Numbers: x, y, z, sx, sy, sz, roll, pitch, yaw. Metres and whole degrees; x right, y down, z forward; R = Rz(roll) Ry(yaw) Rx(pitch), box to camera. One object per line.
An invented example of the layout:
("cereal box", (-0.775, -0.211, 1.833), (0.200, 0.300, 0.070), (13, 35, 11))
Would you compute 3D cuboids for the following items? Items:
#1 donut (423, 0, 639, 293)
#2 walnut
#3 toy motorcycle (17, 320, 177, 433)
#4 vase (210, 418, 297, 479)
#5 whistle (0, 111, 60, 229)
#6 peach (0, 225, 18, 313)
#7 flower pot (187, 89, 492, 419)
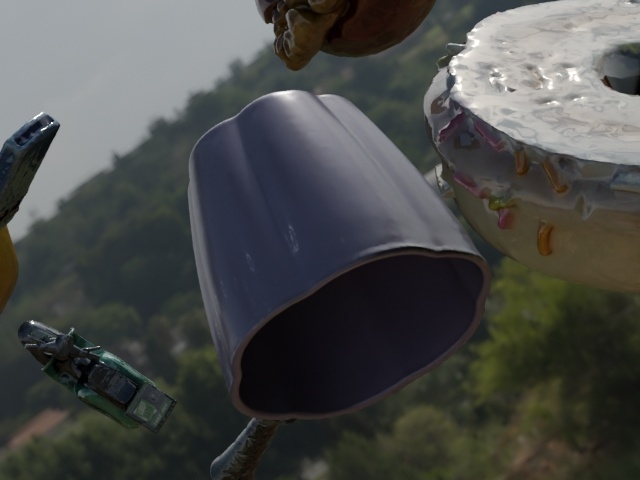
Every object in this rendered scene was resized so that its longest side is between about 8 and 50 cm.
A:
("donut", (0.266, -0.081, 1.413), (0.383, 0.142, 0.382), (-2, 29, 1))
("walnut", (0.028, -0.329, 2.096), (0.244, 0.222, 0.269), (-45, -7, -31))
("toy motorcycle", (-0.230, 0.133, 1.751), (0.058, 0.173, 0.100), (-57, 5, -13))
("vase", (-0.083, 0.250, 2.180), (0.059, 0.059, 0.167), (-39, -14, -46))
("whistle", (-0.254, -0.043, 1.230), (0.090, 0.090, 0.158), (-40, -13, -52))
("peach", (-0.390, 0.014, 1.811), (0.103, 0.179, 0.179), (-19, -6, -41))
("flower pot", (0.000, 0.000, 1.628), (0.265, 0.243, 0.265), (-16, -32, -11))
